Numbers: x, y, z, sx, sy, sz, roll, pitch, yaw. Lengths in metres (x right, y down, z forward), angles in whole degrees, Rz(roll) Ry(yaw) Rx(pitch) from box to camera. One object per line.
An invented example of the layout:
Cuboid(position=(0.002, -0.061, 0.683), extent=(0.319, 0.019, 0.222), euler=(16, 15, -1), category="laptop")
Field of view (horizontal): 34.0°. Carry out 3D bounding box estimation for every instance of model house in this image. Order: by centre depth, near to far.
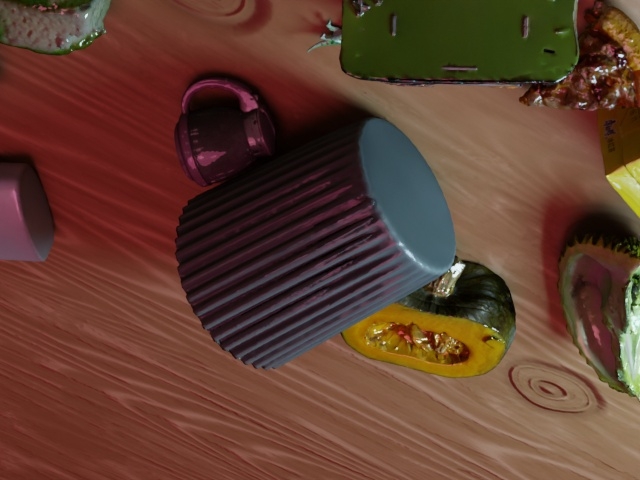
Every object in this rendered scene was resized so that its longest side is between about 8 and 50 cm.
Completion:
Cuboid(position=(0.170, -0.297, 1.341), extent=(0.293, 0.154, 0.207), euler=(1, 93, -1), category="model house")

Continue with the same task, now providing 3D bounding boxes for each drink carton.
Cuboid(position=(0.527, -0.053, 1.472), extent=(0.111, 0.155, 0.351), euler=(-30, 123, 32), category="drink carton")

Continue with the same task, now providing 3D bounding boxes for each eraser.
Cuboid(position=(-0.614, -0.052, 1.766), extent=(0.289, 0.104, 0.189), euler=(3, 131, 9), category="eraser")

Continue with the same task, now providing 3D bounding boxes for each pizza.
Cuboid(position=(0.344, -0.217, 1.387), extent=(0.194, 0.069, 0.154), euler=(-23, 108, 36), category="pizza")

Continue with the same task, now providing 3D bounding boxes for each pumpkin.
Cuboid(position=(0.172, 0.106, 1.734), extent=(0.317, 0.139, 0.222), euler=(18, 140, -2), category="pumpkin")

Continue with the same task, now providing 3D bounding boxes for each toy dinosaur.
Cuboid(position=(0.028, -0.278, 1.450), extent=(0.062, 0.021, 0.083), euler=(23, 136, -30), category="toy dinosaur")

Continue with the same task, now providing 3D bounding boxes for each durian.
Cuboid(position=(0.455, 0.111, 1.647), extent=(0.157, 0.169, 0.356), euler=(-5, 132, 15), category="durian")

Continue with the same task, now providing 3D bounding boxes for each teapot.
Cuboid(position=(-0.139, -0.164, 1.562), extent=(0.146, 0.148, 0.116), euler=(-13, 168, 10), category="teapot")

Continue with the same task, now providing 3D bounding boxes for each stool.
Cuboid(position=(0.000, 0.000, 1.557), extent=(0.330, 0.297, 0.297), euler=(-26, 125, 28), category="stool")

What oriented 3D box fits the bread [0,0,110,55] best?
Cuboid(position=(-0.375, -0.409, 1.325), extent=(0.366, 0.129, 0.382), euler=(-8, 133, 20), category="bread")
